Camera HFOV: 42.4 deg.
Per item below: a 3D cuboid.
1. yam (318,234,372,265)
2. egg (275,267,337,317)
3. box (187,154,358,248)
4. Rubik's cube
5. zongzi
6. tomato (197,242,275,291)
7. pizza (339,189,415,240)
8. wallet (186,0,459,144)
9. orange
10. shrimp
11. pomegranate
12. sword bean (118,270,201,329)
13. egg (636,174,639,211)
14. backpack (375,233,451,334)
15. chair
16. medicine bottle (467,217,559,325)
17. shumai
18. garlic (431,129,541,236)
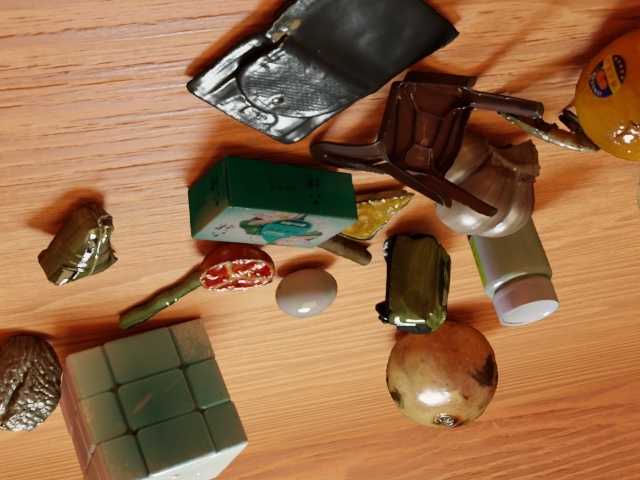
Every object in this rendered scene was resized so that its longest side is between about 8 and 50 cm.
[{"bbox_3d":[0.000,0.000,1.607,0.045,0.045,0.327,-3,164,37],"label":"yam"},{"bbox_3d":[-0.029,0.110,1.744,0.135,0.103,0.103,-15,154,2],"label":"egg"},{"bbox_3d":[-0.080,-0.058,1.376,0.245,0.092,0.153,4,159,-31],"label":"box"},{"bbox_3d":[-0.390,0.407,1.873,0.322,0.316,0.319,-13,157,-27],"label":"Rubik's cube"},{"bbox_3d":[-0.369,-0.010,1.417,0.189,0.081,0.178,-46,163,27],"label":"zongzi"},{"bbox_3d":[-0.164,0.041,1.583,0.155,0.069,0.155,-8,156,-4],"label":"tomato"},{"bbox_3d":[0.087,-0.063,1.530,0.176,0.036,0.184,-30,147,28],"label":"pizza"},{"bbox_3d":[0.000,-0.245,1.126,0.323,0.041,0.247,-31,150,28],"label":"wallet"},{"bbox_3d":[0.492,-0.218,1.229,0.219,0.193,0.219,1,148,1],"label":"orange"},{"bbox_3d":[0.370,-0.198,1.345,0.195,0.148,0.035,27,123,8],"label":"shrimp"},{"bbox_3d":[0.325,0.361,2.223,0.322,0.322,0.322,-10,154,-5],"label":"pomegranate"},{"bbox_3d":[-0.321,0.121,1.712,0.269,0.038,0.043,-30,174,30],"label":"sword bean"},{"bbox_3d":[0.729,-0.072,1.597,0.201,0.244,0.201,-31,-179,0],"label":"egg"},{"bbox_3d":[0.200,0.097,1.721,0.140,0.207,0.253,4,168,17],"label":"backpack"},{"bbox_3d":[0.144,-0.165,1.266,0.175,0.183,0.326,10,-169,-40],"label":"chair"},{"bbox_3d":[0.389,0.047,1.672,0.139,0.225,0.139,-11,152,-6],"label":"medicine bottle"},{"bbox_3d":[-0.668,0.308,1.781,0.175,0.206,0.166,-5,151,40],"label":"shumai"},{"bbox_3d":[0.264,-0.088,1.422,0.214,0.160,0.191,4,145,-36],"label":"garlic"}]
